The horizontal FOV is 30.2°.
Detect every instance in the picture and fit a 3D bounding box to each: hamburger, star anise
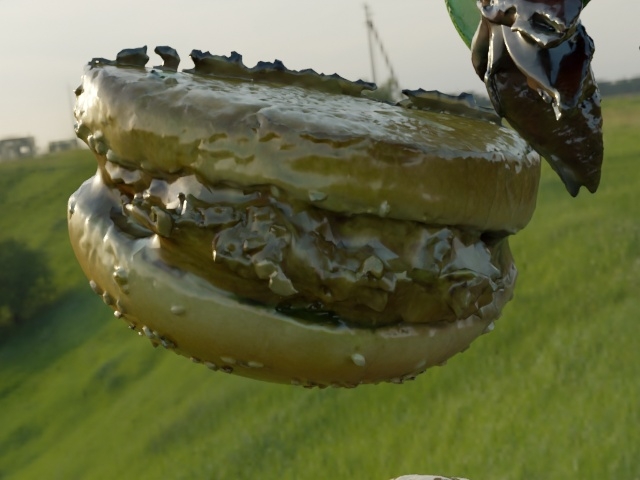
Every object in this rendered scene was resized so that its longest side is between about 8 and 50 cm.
[{"bbox_3d":[0.000,0.000,1.029,0.445,0.268,0.287,9,16,-16],"label":"hamburger"},{"bbox_3d":[0.136,-0.167,0.779,0.088,0.288,0.288,-10,5,4],"label":"star anise"}]

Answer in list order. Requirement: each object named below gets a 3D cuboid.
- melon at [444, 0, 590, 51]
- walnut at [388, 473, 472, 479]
[{"bbox_3d":[0.241,-0.329,1.347,0.265,0.169,0.129,-47,-9,11],"label":"melon"},{"bbox_3d":[0.092,0.378,0.986,0.381,0.381,0.381,-7,5,1],"label":"walnut"}]
